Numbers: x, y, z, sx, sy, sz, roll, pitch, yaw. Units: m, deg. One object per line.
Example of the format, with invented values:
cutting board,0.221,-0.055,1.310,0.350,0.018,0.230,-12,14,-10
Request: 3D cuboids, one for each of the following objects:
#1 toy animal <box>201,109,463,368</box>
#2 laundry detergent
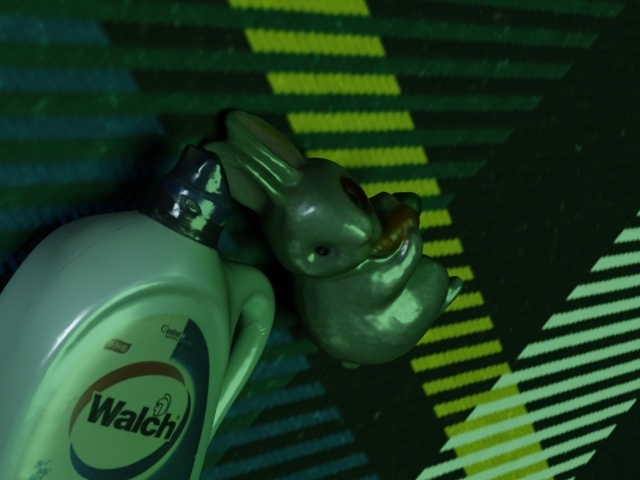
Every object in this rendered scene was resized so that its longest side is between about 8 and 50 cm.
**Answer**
toy animal,0.009,0.005,0.917,0.138,0.108,0.236,-57,142,-3
laundry detergent,-0.119,0.075,0.823,0.215,0.105,0.281,25,92,-52
